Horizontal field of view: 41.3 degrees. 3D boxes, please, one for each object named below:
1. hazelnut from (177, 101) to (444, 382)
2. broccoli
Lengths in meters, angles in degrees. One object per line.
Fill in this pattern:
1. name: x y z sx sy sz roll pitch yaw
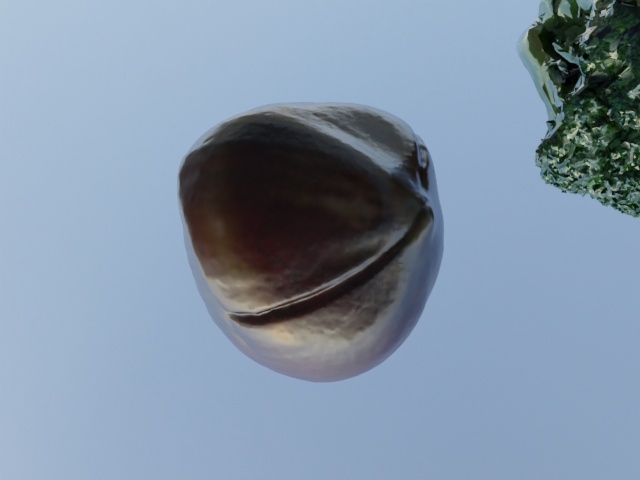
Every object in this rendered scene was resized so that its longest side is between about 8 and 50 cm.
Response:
1. hazelnut: 0.000 0.000 0.682 0.230 0.229 0.229 -14 -123 22
2. broccoli: 0.287 -0.147 0.693 0.295 0.265 0.245 -32 -139 -6
